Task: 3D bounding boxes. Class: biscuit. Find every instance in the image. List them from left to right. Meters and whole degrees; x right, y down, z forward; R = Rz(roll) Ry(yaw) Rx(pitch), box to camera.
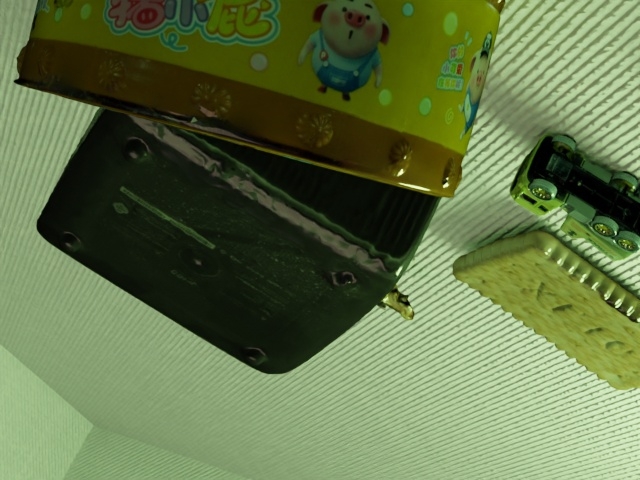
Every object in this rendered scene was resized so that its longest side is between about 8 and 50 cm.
[{"bbox_3d":[0.343,0.093,1.974,0.325,0.044,0.217,34,157,-16],"label":"biscuit"}]

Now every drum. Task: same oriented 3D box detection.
[{"bbox_3d":[-0.048,-0.188,1.374,0.431,0.214,0.431,14,-178,-1],"label":"drum"}]

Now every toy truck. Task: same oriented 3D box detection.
[{"bbox_3d":[0.292,-0.041,1.688,0.169,0.077,0.100,30,157,-7],"label":"toy truck"}]

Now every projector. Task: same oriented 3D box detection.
[{"bbox_3d":[-0.098,-0.057,1.837,0.395,0.242,0.405,33,148,-9],"label":"projector"}]

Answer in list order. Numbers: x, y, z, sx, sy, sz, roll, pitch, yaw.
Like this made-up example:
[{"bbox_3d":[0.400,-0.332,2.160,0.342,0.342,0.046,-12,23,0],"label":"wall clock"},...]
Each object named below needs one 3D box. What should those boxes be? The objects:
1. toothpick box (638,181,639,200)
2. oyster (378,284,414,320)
[{"bbox_3d":[0.356,-0.094,1.339,0.120,0.184,0.120,23,158,10],"label":"toothpick box"},{"bbox_3d":[0.000,-0.001,2.142,0.345,0.079,0.129,35,162,-2],"label":"oyster"}]
